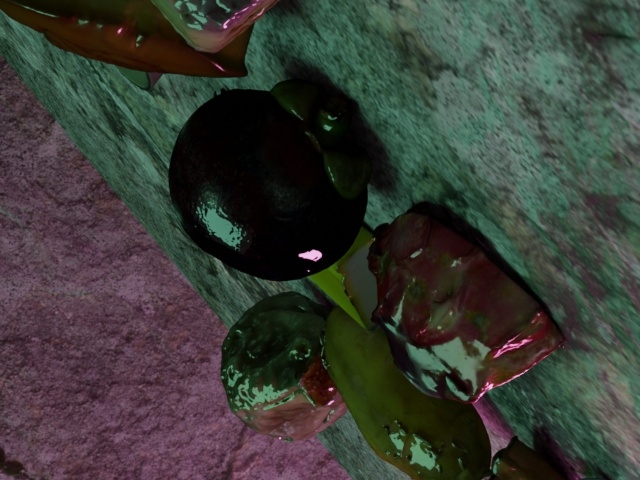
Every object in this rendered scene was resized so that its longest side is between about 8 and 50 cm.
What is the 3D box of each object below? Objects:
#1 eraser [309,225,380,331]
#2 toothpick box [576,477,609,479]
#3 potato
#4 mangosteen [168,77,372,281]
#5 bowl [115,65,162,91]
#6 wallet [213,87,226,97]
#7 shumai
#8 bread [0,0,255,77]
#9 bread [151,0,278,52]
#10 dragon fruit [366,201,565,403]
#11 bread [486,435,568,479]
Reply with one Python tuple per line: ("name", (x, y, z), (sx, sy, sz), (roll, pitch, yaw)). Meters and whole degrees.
("eraser", (0.000, 0.000, 1.721), (0.226, 0.069, 0.158), (41, 167, 38))
("toothpick box", (0.316, 0.347, 1.516), (0.101, 0.101, 0.153), (38, 161, 48))
("potato", (0.108, 0.208, 1.777), (0.300, 0.140, 0.173), (49, 165, 27))
("mangosteen", (-0.051, -0.072, 1.412), (0.216, 0.216, 0.216), (48, 168, 13))
("bowl", (-0.220, -0.287, 1.557), (0.211, 0.112, 0.211), (49, 169, 12))
("wallet", (-0.107, -0.107, 1.773), (0.166, 0.030, 0.111), (68, -167, -56))
("shumai", (-0.031, 0.234, 2.144), (0.222, 0.225, 0.261), (-124, 26, -52))
("bread", (-0.183, -0.235, 1.271), (0.269, 0.148, 0.270), (18, -171, -3))
("bread", (-0.141, -0.317, 1.059), (0.338, 0.155, 0.187), (50, 177, -8))
("dragon fruit", (0.101, 0.057, 1.368), (0.161, 0.126, 0.274), (55, 167, -23))
("bread", (0.249, 0.356, 1.631), (0.133, 0.174, 0.252), (27, 161, 25))
